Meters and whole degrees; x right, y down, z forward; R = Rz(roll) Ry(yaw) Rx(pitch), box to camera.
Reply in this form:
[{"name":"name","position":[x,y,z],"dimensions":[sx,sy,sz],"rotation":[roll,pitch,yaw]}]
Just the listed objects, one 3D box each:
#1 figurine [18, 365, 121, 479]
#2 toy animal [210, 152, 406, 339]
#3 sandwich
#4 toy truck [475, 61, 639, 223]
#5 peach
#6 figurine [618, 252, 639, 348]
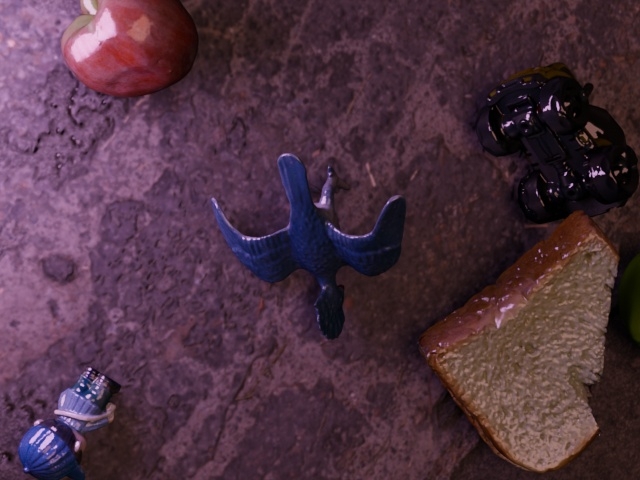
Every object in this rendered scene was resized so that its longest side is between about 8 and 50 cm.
[{"name":"figurine","position":[-0.282,0.209,1.360],"dimensions":[0.077,0.079,0.136],"rotation":[27,87,20]},{"name":"toy animal","position":[0.000,0.000,1.421],"dimensions":[0.255,0.239,0.176],"rotation":[52,36,-58]},{"name":"sandwich","position":[0.297,0.140,1.546],"dimensions":[0.288,0.099,0.254],"rotation":[-41,104,4]},{"name":"toy truck","position":[0.320,-0.138,1.564],"dimensions":[0.224,0.147,0.165],"rotation":[52,48,-17]},{"name":"peach","position":[-0.207,-0.228,1.338],"dimensions":[0.152,0.152,0.152],"rotation":[-2,94,-23]},{"name":"figurine","position":[0.500,0.051,1.649],"dimensions":[0.162,0.143,0.263],"rotation":[42,61,-26]}]
